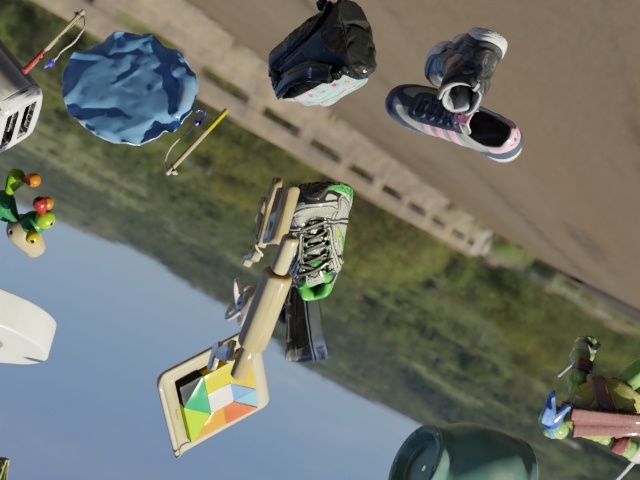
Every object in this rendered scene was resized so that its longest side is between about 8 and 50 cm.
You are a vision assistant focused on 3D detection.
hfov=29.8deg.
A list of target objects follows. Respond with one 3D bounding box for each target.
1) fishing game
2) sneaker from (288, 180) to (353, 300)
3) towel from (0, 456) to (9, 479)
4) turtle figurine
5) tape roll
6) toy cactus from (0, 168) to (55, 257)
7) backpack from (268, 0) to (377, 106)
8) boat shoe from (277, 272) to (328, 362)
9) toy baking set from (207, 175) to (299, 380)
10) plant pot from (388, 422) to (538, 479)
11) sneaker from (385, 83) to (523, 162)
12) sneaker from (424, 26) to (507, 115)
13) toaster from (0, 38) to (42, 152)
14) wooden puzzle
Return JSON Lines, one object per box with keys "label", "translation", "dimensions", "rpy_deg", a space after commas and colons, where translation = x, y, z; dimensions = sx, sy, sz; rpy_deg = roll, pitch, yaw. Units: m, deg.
{"label": "fishing game", "translation": [-0.264, -0.209, 1.660], "dimensions": [0.264, 0.189, 0.041], "rpy_deg": [32, 151, 5]}
{"label": "sneaker", "translation": [0.000, 0.000, 2.235], "dimensions": [0.134, 0.146, 0.343], "rpy_deg": [-5, 152, 1]}
{"label": "towel", "translation": [-0.437, 0.278, 1.391], "dimensions": [0.148, 0.027, 0.110], "rpy_deg": [19, -146, -17]}
{"label": "turtle figurine", "translation": [0.475, 0.232, 1.841], "dimensions": [0.275, 0.266, 0.198], "rpy_deg": [39, -145, -48]}
{"label": "tape roll", "translation": [-0.707, 0.146, 2.313], "dimensions": [0.392, 0.072, 0.392], "rpy_deg": [11, 160, 4]}
{"label": "toy cactus", "translation": [-0.472, -0.034, 1.824], "dimensions": [0.219, 0.112, 0.180], "rpy_deg": [9, 145, 26]}
{"label": "backpack", "translation": [0.002, -0.282, 1.904], "dimensions": [0.115, 0.152, 0.182], "rpy_deg": [14, 150, -40]}
{"label": "boat shoe", "translation": [-0.053, 0.139, 2.527], "dimensions": [0.113, 0.105, 0.306], "rpy_deg": [80, 180, -47]}
{"label": "toy baking set", "translation": [-0.065, 0.050, 1.237], "dimensions": [0.030, 0.256, 0.197], "rpy_deg": [17, -162, -11]}
{"label": "plant pot", "translation": [0.258, 0.479, 2.371], "dimensions": [0.196, 0.293, 0.293], "rpy_deg": [31, 178, -20]}
{"label": "sneaker", "translation": [0.288, -0.270, 2.589], "dimensions": [0.319, 0.112, 0.131], "rpy_deg": [20, 175, 10]}
{"label": "sneaker", "translation": [0.268, -0.325, 2.427], "dimensions": [0.101, 0.153, 0.268], "rpy_deg": [27, 163, -16]}
{"label": "toaster", "translation": [-0.587, -0.258, 2.149], "dimensions": [0.146, 0.129, 0.227], "rpy_deg": [46, 142, 7]}
{"label": "wooden puzzle", "translation": [-0.198, 0.294, 2.326], "dimensions": [0.044, 0.239, 0.221], "rpy_deg": [35, 145, 40]}
